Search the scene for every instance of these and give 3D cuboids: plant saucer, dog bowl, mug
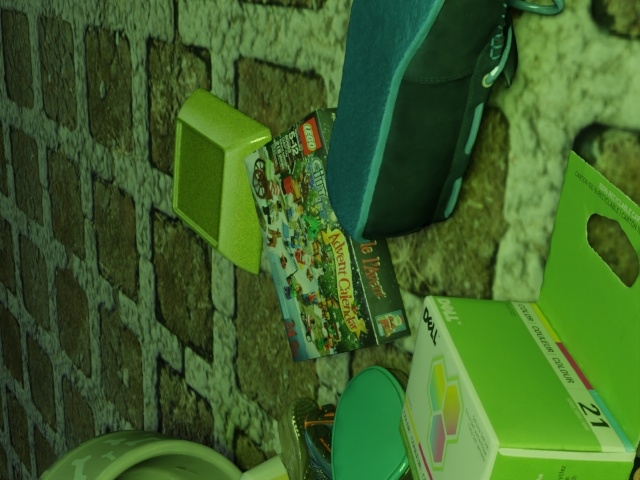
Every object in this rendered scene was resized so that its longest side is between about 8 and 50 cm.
[{"bbox_3d":[-0.134,-0.074,1.034,0.188,0.045,0.188,36,127,46],"label":"plant saucer"},{"bbox_3d":[-0.201,0.402,1.015,0.102,0.348,0.349,-20,82,44],"label":"dog bowl"},{"bbox_3d":[-0.062,0.300,1.011,0.078,0.064,0.062,8,104,55],"label":"mug"}]

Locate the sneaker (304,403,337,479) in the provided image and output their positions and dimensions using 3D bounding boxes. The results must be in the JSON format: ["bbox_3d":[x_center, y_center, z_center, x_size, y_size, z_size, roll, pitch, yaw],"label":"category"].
[{"bbox_3d":[0.055,0.266,0.831,0.087,0.083,0.221,95,151,-44],"label":"sneaker"}]

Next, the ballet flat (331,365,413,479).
[{"bbox_3d":[0.088,0.235,0.696,0.116,0.124,0.342,-48,19,11],"label":"ballet flat"}]

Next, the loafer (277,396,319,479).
[{"bbox_3d":[-0.014,0.253,0.940,0.050,0.056,0.148,-34,61,55],"label":"loafer"}]

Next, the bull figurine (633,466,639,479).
[{"bbox_3d":[0.302,0.163,0.406,0.310,0.101,0.188,-36,75,60],"label":"bull figurine"}]

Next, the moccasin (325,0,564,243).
[{"bbox_3d":[0.089,-0.152,0.630,0.342,0.116,0.138,107,150,-42],"label":"moccasin"}]

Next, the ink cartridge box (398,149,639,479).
[{"bbox_3d":[0.135,0.083,0.571,0.189,0.097,0.255,-104,19,-65],"label":"ink cartridge box"}]

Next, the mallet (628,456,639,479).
[{"bbox_3d":[0.262,0.210,0.539,0.189,0.039,0.062,29,125,45],"label":"mallet"}]

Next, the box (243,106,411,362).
[{"bbox_3d":[0.000,0.000,0.856,0.159,0.044,0.233,-24,79,56],"label":"box"}]
